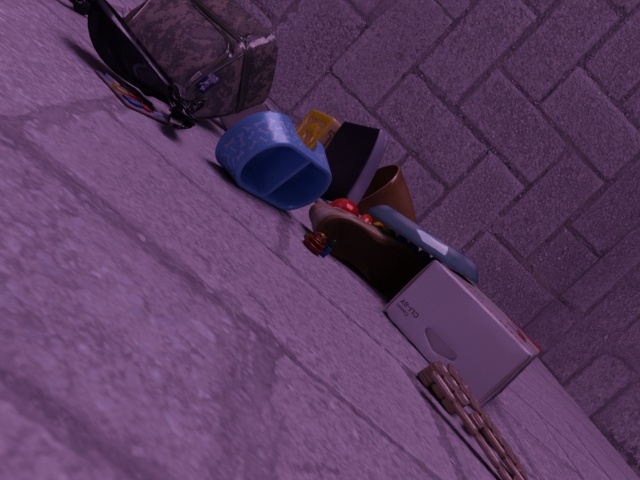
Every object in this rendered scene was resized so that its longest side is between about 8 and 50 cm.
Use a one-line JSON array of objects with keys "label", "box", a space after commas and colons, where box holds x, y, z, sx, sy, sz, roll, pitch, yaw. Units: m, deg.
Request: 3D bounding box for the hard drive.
[{"label": "hard drive", "box": [0.082, -0.231, 1.887, 0.172, 0.254, 0.054, 19, -15, 27]}]

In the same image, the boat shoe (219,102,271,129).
[{"label": "boat shoe", "box": [-0.206, -0.339, 1.762, 0.158, 0.127, 0.340, 43, -1, 36]}]

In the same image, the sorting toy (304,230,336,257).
[{"label": "sorting toy", "box": [0.000, 0.000, 1.317, 0.061, 0.042, 0.102, 43, 9, -5]}]

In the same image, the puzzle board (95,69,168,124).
[{"label": "puzzle board", "box": [-0.333, -0.256, 1.145, 0.096, 0.011, 0.128, 47, 9, 16]}]

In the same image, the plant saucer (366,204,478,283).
[{"label": "plant saucer", "box": [0.254, -0.001, 1.548, 0.318, 0.043, 0.317, 34, 5, -4]}]

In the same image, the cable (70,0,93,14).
[{"label": "cable", "box": [-0.569, -0.563, 1.392, 0.150, 0.047, 0.184, 44, 10, 6]}]

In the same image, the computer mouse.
[{"label": "computer mouse", "box": [-0.333, -0.308, 1.162, 0.272, 0.072, 0.188, 52, 3, -21]}]

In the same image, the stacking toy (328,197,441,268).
[{"label": "stacking toy", "box": [0.153, 0.006, 1.693, 0.330, 0.141, 0.141, 40, 9, 2]}]

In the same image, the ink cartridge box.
[{"label": "ink cartridge box", "box": [0.336, 0.207, 1.446, 0.279, 0.160, 0.385, 47, 10, 20]}]

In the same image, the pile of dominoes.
[{"label": "pile of dominoes", "box": [0.260, 0.321, 1.093, 0.251, 0.040, 0.196, 56, 13, 21]}]

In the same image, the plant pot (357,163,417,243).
[{"label": "plant pot", "box": [0.229, -0.093, 2.212, 0.254, 0.237, 0.237, 56, 5, -18]}]

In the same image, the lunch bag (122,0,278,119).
[{"label": "lunch bag", "box": [-0.282, -0.423, 1.465, 0.305, 0.256, 0.212, 46, -35, 20]}]

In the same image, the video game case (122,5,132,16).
[{"label": "video game case", "box": [-0.483, -0.601, 1.979, 0.285, 0.025, 0.204, 37, 12, -33]}]

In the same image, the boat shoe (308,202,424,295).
[{"label": "boat shoe", "box": [0.113, 0.014, 1.485, 0.341, 0.121, 0.110, 36, 13, -34]}]

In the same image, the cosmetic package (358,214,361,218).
[{"label": "cosmetic package", "box": [0.153, 0.000, 1.837, 0.239, 0.060, 0.099, 40, 6, 17]}]

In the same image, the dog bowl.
[{"label": "dog bowl", "box": [-0.082, -0.149, 1.299, 0.297, 0.166, 0.074, 27, 30, -59]}]

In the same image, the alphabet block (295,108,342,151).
[{"label": "alphabet block", "box": [0.016, -0.279, 2.077, 0.197, 0.193, 0.192, 38, 1, -31]}]
